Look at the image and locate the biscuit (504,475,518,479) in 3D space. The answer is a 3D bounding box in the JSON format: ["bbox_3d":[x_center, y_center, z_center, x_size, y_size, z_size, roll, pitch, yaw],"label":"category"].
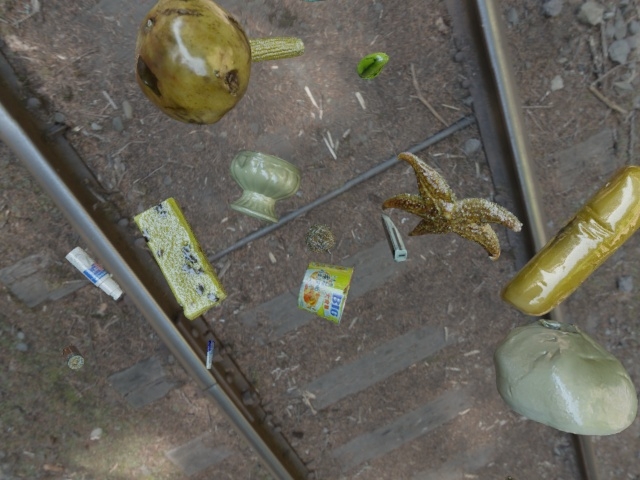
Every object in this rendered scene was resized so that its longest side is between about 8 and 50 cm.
[{"bbox_3d":[0.305,0.407,0.586,0.082,0.168,0.071,20,79,20],"label":"biscuit"}]

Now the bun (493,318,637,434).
[{"bbox_3d":[0.313,0.166,0.530,0.166,0.173,0.114,3,97,-15],"label":"bun"}]

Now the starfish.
[{"bbox_3d":[0.191,-0.044,0.629,0.240,0.227,0.043,47,61,-22],"label":"starfish"}]

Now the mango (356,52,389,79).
[{"bbox_3d":[0.198,-0.663,1.507,0.091,0.165,0.074,-5,90,-27],"label":"mango"}]

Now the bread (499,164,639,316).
[{"bbox_3d":[0.447,0.011,0.695,0.305,0.091,0.142,-54,151,18],"label":"bread"}]

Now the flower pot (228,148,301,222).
[{"bbox_3d":[-0.245,-0.214,1.654,0.307,0.307,0.244,18,87,-17],"label":"flower pot"}]

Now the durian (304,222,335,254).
[{"bbox_3d":[0.000,0.000,1.015,0.080,0.080,0.091,-32,75,3],"label":"durian"}]

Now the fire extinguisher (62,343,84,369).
[{"bbox_3d":[-0.397,0.186,0.640,0.022,0.083,0.028,20,79,-38],"label":"fire extinguisher"}]

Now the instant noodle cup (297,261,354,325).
[{"bbox_3d":[0.018,0.160,1.310,0.152,0.205,0.205,17,110,6],"label":"instant noodle cup"}]

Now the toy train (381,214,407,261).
[{"bbox_3d":[0.265,-0.025,1.470,0.048,0.252,0.055,-9,128,2],"label":"toy train"}]

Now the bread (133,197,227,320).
[{"bbox_3d":[-0.427,0.056,1.235,0.138,0.077,0.362,-29,86,-10],"label":"bread"}]

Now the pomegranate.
[{"bbox_3d":[-0.290,-0.416,0.933,0.280,0.281,0.282,-4,113,-9],"label":"pomegranate"}]

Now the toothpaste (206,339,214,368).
[{"bbox_3d":[-0.334,0.346,1.217,0.015,0.083,0.024,-16,153,34],"label":"toothpaste"}]

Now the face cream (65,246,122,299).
[{"bbox_3d":[-0.463,0.071,0.830,0.034,0.034,0.130,-39,102,7],"label":"face cream"}]

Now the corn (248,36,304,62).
[{"bbox_3d":[-0.201,-0.692,1.455,0.287,0.086,0.087,-10,114,-11],"label":"corn"}]
